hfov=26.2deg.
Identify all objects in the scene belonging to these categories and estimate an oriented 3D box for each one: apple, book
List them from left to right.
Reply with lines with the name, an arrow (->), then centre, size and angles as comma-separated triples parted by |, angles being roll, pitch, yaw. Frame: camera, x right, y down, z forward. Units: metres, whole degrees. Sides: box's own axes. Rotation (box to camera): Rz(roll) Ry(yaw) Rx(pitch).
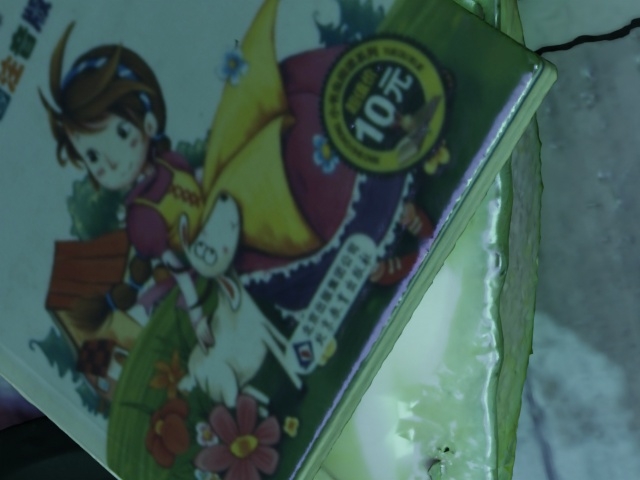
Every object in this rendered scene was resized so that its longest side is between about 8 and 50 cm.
book -> -0.096, -0.053, 0.532 | 0.322, 0.018, 0.228 | 36, 108, 20
apple -> 0.000, 0.000, 0.568 | 0.193, 0.120, 0.265 | 2, 98, 27

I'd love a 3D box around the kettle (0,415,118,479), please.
kettle -> -0.148, 0.271, 0.668 | 0.321, 0.228, 0.324 | 8, 122, -5
